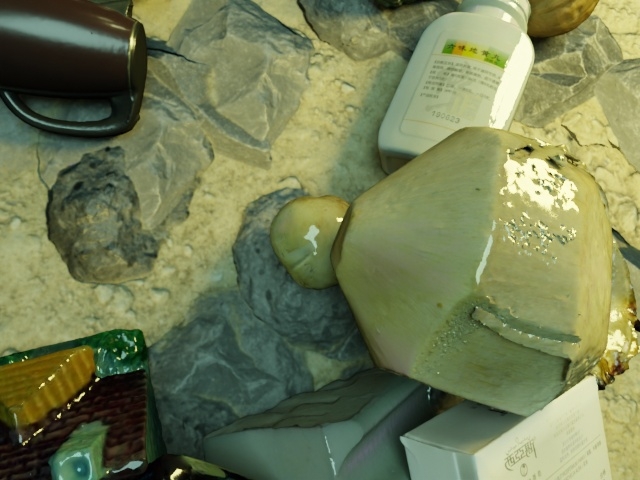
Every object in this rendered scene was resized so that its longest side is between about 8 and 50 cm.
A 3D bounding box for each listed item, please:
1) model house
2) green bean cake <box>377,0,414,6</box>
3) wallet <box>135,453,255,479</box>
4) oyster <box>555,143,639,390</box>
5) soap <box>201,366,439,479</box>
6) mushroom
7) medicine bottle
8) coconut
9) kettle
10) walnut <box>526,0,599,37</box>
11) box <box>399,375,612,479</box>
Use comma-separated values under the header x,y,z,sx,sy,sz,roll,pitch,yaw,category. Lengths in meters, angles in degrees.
x,y,z,sx,sy,sz,roll,pitch,yaw,category
-0.332,0.232,0.609,0.280,0.249,0.230,-14,82,-11,model house
0.170,-0.510,0.878,0.227,0.125,0.222,-20,81,-13,green bean cake
-0.214,0.386,0.593,0.379,0.046,0.191,-46,128,10,wallet
0.388,0.035,0.811,0.221,0.096,0.361,-18,90,-52,oyster
0.017,0.287,0.758,0.302,0.258,0.159,-10,80,-54,soap
0.000,0.000,0.769,0.148,0.112,0.148,2,81,-11,mushroom
0.221,-0.238,0.834,0.179,0.124,0.324,20,78,18,medicine bottle
0.178,0.032,0.649,0.353,0.352,0.352,1,80,-8,coconut
-0.365,-0.251,0.749,0.232,0.144,0.202,8,99,-10,kettle
0.386,-0.417,0.885,0.166,0.149,0.166,-5,108,-15,walnut
0.252,0.305,0.688,0.274,0.116,0.203,-13,93,-37,box
